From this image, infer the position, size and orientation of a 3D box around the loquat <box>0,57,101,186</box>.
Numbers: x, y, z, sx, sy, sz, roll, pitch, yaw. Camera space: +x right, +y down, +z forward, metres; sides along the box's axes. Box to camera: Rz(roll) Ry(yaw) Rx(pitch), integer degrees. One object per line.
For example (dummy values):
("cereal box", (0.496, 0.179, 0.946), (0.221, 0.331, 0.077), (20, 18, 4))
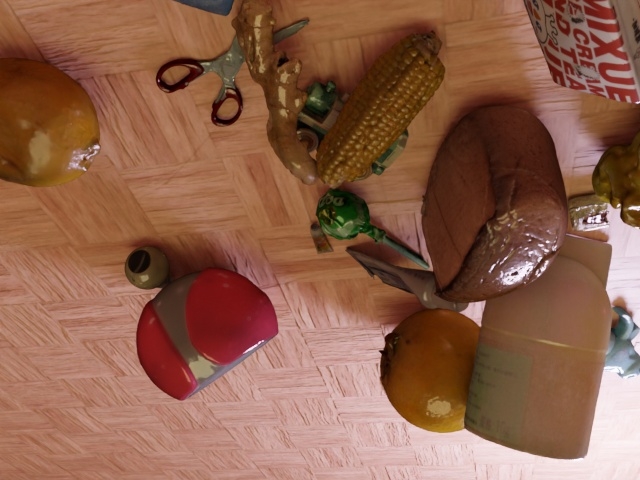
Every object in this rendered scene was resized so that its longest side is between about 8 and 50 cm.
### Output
("loquat", (-0.442, -0.179, 0.975), (0.234, 0.176, 0.187), (20, 101, 8))

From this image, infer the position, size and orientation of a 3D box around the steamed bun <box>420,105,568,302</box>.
("steamed bun", (0.293, -0.044, 1.044), (0.199, 0.252, 0.301), (-1, 147, -12))

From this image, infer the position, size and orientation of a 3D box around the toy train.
("toy train", (0.037, -0.175, 1.017), (0.194, 0.081, 0.125), (26, 128, -20))

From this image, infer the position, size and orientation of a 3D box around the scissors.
("scissors", (-0.127, -0.271, 0.955), (0.144, 0.017, 0.247), (30, 134, -31))

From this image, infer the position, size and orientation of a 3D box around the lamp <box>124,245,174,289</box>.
("lamp", (-0.349, 0.073, 1.370), (0.091, 0.091, 0.163), (-5, 156, 11))

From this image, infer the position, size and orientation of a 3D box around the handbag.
("handbag", (0.271, -0.287, 0.667), (0.151, 0.298, 0.171), (-18, 137, 27))

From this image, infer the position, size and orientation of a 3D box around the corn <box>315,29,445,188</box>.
("corn", (0.086, -0.186, 0.921), (0.097, 0.097, 0.262), (32, 101, -31))

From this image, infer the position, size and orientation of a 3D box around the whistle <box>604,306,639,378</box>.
("whistle", (0.653, 0.240, 1.487), (0.274, 0.093, 0.186), (32, 108, -27))

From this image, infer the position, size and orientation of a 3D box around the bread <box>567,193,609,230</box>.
("bread", (0.487, -0.050, 1.170), (0.070, 0.035, 0.083), (-8, 144, 17))

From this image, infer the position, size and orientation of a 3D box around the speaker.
("speaker", (-0.229, 0.191, 1.346), (0.294, 0.294, 0.294), (2, 142, 2))

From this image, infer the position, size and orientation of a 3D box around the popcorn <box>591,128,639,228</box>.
("popcorn", (0.549, -0.101, 0.945), (0.173, 0.225, 0.286), (26, 136, -21))

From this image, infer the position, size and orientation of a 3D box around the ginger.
("ginger", (-0.052, -0.205, 0.923), (0.089, 0.075, 0.288), (-12, 114, 21))

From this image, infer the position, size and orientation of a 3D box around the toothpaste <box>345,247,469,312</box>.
("toothpaste", (0.168, 0.078, 1.243), (0.282, 0.068, 0.099), (22, 134, 50))

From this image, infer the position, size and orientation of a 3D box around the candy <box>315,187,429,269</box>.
("candy", (0.117, -0.006, 1.239), (0.097, 0.097, 0.323), (-28, 140, 34))

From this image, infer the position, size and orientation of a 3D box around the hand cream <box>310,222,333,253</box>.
("hand cream", (0.000, 0.000, 1.288), (0.035, 0.022, 0.102), (-10, 145, 9))

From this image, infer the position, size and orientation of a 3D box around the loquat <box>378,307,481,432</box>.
("loquat", (0.255, 0.282, 1.440), (0.274, 0.275, 0.275), (2, 142, 2))

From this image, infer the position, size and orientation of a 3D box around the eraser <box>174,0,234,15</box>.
("eraser", (-0.245, -0.388, 0.790), (0.311, 0.043, 0.144), (14, 141, -13))

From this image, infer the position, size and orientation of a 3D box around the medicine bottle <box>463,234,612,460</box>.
("medicine bottle", (0.426, 0.185, 1.237), (0.235, 0.406, 0.236), (11, 179, 0))
